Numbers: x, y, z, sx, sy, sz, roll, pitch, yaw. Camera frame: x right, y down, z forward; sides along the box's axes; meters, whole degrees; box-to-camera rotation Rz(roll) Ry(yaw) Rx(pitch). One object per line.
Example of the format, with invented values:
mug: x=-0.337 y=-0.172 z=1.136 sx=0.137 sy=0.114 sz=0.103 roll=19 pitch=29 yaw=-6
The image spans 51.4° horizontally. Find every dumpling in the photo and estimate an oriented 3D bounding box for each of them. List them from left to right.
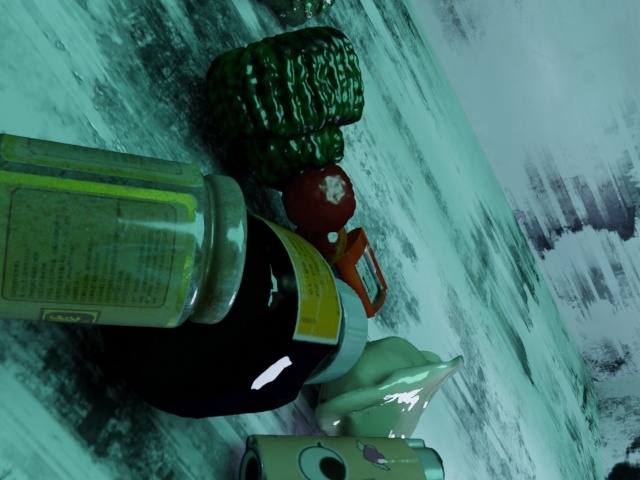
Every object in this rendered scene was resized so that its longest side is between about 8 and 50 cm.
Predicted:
dumpling: x=0.121 y=0.252 z=1.077 sx=0.318 sy=0.242 sz=0.187 roll=-4 pitch=76 yaw=-74

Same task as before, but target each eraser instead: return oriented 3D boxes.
eraser: x=0.045 y=0.345 z=0.895 sx=0.290 sy=0.087 sz=0.171 roll=11 pitch=33 yaw=-27

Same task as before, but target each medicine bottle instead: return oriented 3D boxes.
medicine bottle: x=-0.235 y=-0.008 z=0.558 sx=0.322 sy=0.151 sz=0.151 roll=7 pitch=62 yaw=-25
medicine bottle: x=-0.078 y=0.106 z=0.852 sx=0.395 sy=0.242 sz=0.243 roll=39 pitch=39 yaw=-65

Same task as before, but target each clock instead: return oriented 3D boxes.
clock: x=0.075 y=0.068 z=1.318 sx=0.155 sy=0.061 sz=0.113 roll=65 pitch=28 yaw=-18

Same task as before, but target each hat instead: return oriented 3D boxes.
hat: x=-0.039 y=-0.170 z=1.109 sx=0.274 sy=0.242 sz=0.332 roll=-22 pitch=101 yaw=-38

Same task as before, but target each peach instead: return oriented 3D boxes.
peach: x=0.001 y=0.000 z=1.183 sx=0.100 sy=0.100 sz=0.101 roll=39 pitch=41 yaw=-44

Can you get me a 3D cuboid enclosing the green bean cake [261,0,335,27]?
green bean cake: x=-0.085 y=-0.585 z=1.337 sx=0.308 sy=0.169 sz=0.300 roll=53 pitch=32 yaw=-32
